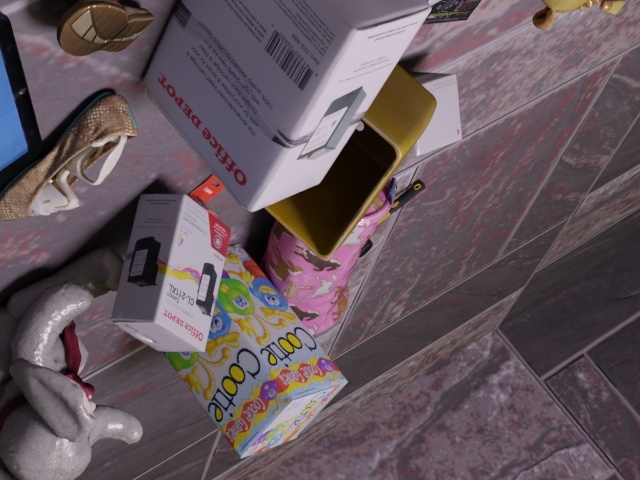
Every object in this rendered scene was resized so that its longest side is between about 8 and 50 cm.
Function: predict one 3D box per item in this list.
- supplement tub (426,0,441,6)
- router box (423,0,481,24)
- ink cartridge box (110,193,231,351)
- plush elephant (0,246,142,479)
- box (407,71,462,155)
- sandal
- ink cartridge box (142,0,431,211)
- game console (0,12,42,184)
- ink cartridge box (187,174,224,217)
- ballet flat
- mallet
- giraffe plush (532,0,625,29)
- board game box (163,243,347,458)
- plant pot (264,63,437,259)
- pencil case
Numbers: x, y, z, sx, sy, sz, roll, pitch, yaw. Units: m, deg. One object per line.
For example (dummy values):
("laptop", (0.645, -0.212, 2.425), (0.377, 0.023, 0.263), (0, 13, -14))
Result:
("supplement tub", (0.115, -0.327, 1.754), (0.198, 0.106, 0.106), (-30, 160, -23))
("router box", (0.177, -0.334, 1.962), (0.122, 0.038, 0.092), (-15, 151, -51))
("ink cartridge box", (-0.189, 0.044, 1.905), (0.072, 0.175, 0.127), (0, 159, 28))
("plush elephant", (-0.347, 0.203, 1.888), (0.330, 0.255, 0.272), (-19, 153, -45))
("box", (0.134, -0.181, 2.104), (0.101, 0.087, 0.102), (-22, 113, -42))
("sandal", (-0.219, -0.221, 1.470), (0.072, 0.049, 0.180), (-38, 177, 15))
("ink cartridge box", (-0.046, -0.205, 1.572), (0.121, 0.211, 0.289), (-24, 158, -41))
("game console", (-0.360, -0.037, 1.448), (0.173, 0.250, 0.293), (-8, 156, -6))
("ink cartridge box", (-0.172, -0.036, 2.016), (0.115, 0.029, 0.063), (-40, 161, 6))
("ballet flat", (-0.281, -0.076, 1.651), (0.206, 0.067, 0.073), (-44, 165, 18))
("mallet", (0.101, -0.050, 2.513), (0.189, 0.062, 0.039), (-46, 168, -27))
("giraffe plush", (0.353, -0.381, 2.029), (0.181, 0.210, 0.170), (-31, -170, -32))
("board game box", (-0.119, 0.159, 2.189), (0.144, 0.275, 0.142), (-50, 159, 29))
("plant pot", (0.023, -0.144, 1.885), (0.187, 0.212, 0.212), (-37, 166, -49))
("pencil case", (0.000, 0.000, 2.236), (0.167, 0.160, 0.386), (-3, 150, -16))
